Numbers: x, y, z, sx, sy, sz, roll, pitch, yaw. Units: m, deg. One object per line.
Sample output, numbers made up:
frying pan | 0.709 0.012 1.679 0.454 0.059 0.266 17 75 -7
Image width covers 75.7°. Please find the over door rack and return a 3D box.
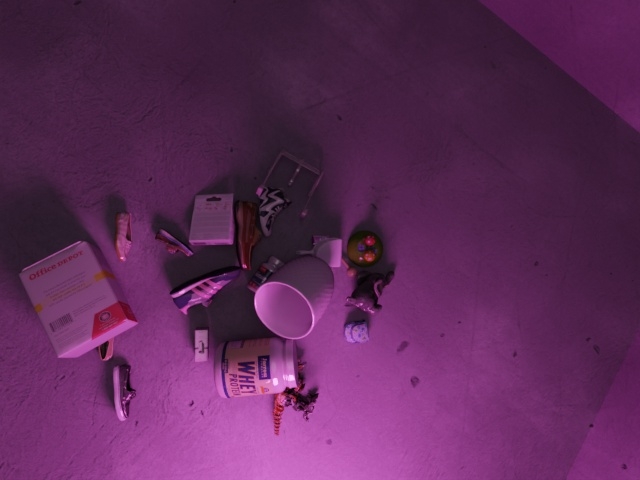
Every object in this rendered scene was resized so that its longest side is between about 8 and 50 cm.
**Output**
over door rack | -0.140 -0.260 1.898 0.240 0.108 0.324 28 50 -8

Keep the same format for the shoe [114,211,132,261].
shoe | -0.853 -0.018 1.792 0.059 0.076 0.218 -4 84 -6

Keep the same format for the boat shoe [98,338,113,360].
boat shoe | -0.913 0.412 1.745 0.068 0.072 0.189 -8 86 -11

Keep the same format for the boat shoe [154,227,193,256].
boat shoe | -0.654 0.023 1.839 0.183 0.066 0.066 35 84 4

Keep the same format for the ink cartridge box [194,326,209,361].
ink cartridge box | -0.519 0.453 1.805 0.056 0.099 0.135 0 86 -12

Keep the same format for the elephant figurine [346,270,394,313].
elephant figurine | 0.243 0.216 1.948 0.170 0.186 0.239 25 81 6

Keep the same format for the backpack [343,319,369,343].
backpack | 0.169 0.435 1.948 0.115 0.084 0.104 -6 84 -9

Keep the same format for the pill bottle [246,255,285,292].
pill bottle | -0.244 0.164 1.879 0.108 0.108 0.180 34 79 -6

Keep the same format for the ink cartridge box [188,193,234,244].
ink cartridge box | -0.484 -0.095 1.869 0.189 0.066 0.232 -2 64 6

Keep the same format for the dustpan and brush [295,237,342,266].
dustpan and brush | -0.009 0.058 1.956 0.211 0.060 0.147 -3 108 -16

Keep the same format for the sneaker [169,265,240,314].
sneaker | -0.494 0.218 1.840 0.319 0.112 0.131 -22 106 -9

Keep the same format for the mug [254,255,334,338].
mug | -0.086 0.259 1.808 0.276 0.328 0.373 13 120 20

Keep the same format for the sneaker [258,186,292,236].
sneaker | -0.205 -0.140 1.918 0.153 0.094 0.234 -6 76 -3

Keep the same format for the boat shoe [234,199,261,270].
boat shoe | -0.324 -0.026 1.875 0.120 0.122 0.323 -3 86 -16

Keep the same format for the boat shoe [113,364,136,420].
boat shoe | -0.823 0.640 1.746 0.076 0.080 0.228 -8 79 -10

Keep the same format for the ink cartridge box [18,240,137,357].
ink cartridge box | -0.971 0.235 1.671 0.279 0.160 0.384 -29 79 -12

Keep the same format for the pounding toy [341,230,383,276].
pounding toy | 0.205 0.052 1.975 0.237 0.110 0.182 -32 92 -12

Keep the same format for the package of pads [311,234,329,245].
package of pads | 0.000 0.000 1.979 0.083 0.032 0.050 1 82 -11

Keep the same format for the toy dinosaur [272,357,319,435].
toy dinosaur | -0.127 0.705 1.860 0.219 0.164 0.321 21 100 6

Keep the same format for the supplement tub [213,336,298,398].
supplement tub | -0.267 0.535 1.752 0.325 0.235 0.235 -6 86 0
